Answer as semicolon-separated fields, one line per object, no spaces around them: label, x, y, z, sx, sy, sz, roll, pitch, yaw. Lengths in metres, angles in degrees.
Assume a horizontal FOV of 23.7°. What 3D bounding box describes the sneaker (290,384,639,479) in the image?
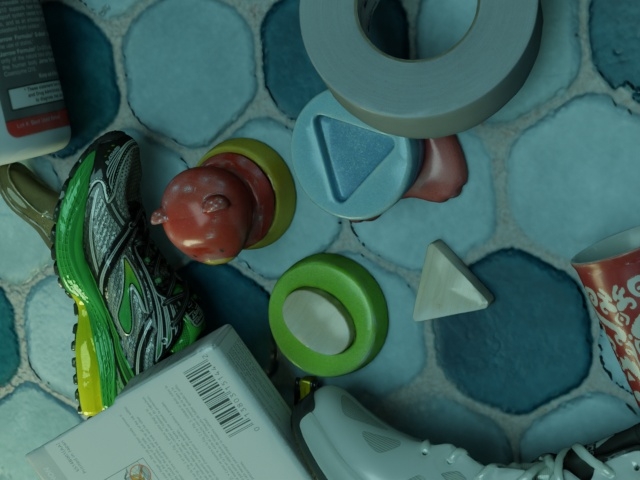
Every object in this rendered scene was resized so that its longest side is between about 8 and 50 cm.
sneaker;0.195;0.239;1.495;0.447;0.169;0.257;41;98;19

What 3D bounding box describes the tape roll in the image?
tape roll;0.094;-0.207;1.405;0.219;0.072;0.219;-2;77;11

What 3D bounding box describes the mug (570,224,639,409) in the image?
mug;0.324;0.073;1.384;0.150;0.113;0.169;-17;97;40

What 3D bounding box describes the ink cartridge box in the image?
ink cartridge box;-0.122;0.272;1.606;0.261;0.066;0.296;-30;100;21

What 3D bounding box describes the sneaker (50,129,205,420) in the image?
sneaker;-0.192;0.045;1.647;0.146;0.134;0.344;1;111;20

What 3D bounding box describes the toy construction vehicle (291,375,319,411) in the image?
toy construction vehicle;-0.039;0.188;1.646;0.085;0.035;0.098;4;107;15

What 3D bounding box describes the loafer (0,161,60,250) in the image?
loafer;-0.304;-0.036;1.715;0.148;0.056;0.050;48;118;-2

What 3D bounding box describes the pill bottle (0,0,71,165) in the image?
pill bottle;-0.405;-0.254;1.624;0.210;0.210;0.363;-8;98;28

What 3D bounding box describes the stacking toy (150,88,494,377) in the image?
stacking toy;0.000;0.000;1.523;0.309;0.130;0.280;-25;90;30
